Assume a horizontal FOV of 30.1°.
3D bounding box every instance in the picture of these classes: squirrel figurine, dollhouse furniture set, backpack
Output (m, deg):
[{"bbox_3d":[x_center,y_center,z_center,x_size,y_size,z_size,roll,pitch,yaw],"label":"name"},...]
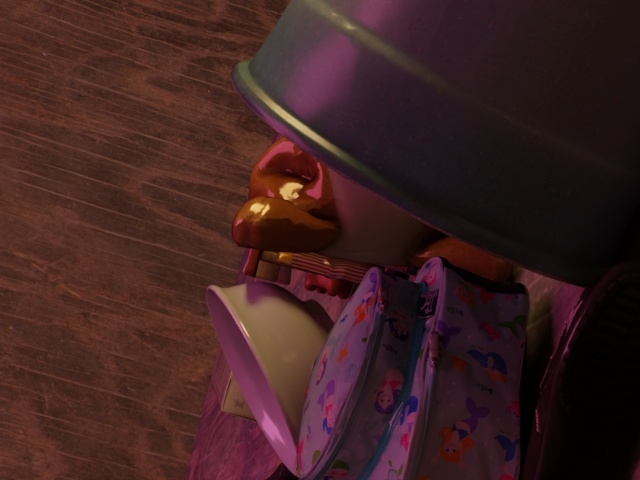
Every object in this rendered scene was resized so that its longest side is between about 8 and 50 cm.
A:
[{"bbox_3d":[0.074,-0.163,1.300,0.397,0.281,0.370,-98,16,-88],"label":"squirrel figurine"},{"bbox_3d":[0.000,0.000,1.754,0.374,0.201,0.152,154,130,-86],"label":"dollhouse furniture set"},{"bbox_3d":[0.084,0.161,1.053,0.225,0.191,0.253,119,160,-47],"label":"backpack"}]

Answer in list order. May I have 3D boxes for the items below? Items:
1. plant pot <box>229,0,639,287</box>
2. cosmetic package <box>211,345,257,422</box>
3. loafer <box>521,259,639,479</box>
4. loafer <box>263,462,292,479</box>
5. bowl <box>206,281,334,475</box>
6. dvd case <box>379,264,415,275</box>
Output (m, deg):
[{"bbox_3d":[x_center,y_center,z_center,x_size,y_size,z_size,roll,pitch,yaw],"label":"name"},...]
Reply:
[{"bbox_3d":[0.158,-0.192,0.893,0.334,0.341,0.341,-61,12,16],"label":"plant pot"},{"bbox_3d":[-0.114,0.234,2.195,0.296,0.129,0.153,-147,76,-81],"label":"cosmetic package"},{"bbox_3d":[0.184,0.112,0.841,0.078,0.080,0.220,-113,41,-75],"label":"loafer"},{"bbox_3d":[-0.089,0.418,1.928,0.062,0.061,0.170,-85,16,-55],"label":"loafer"},{"bbox_3d":[-0.040,0.173,1.685,0.298,0.134,0.298,59,166,24],"label":"bowl"},{"bbox_3d":[0.098,-0.023,1.559,0.013,0.087,0.119,23,-97,-82],"label":"dvd case"}]
